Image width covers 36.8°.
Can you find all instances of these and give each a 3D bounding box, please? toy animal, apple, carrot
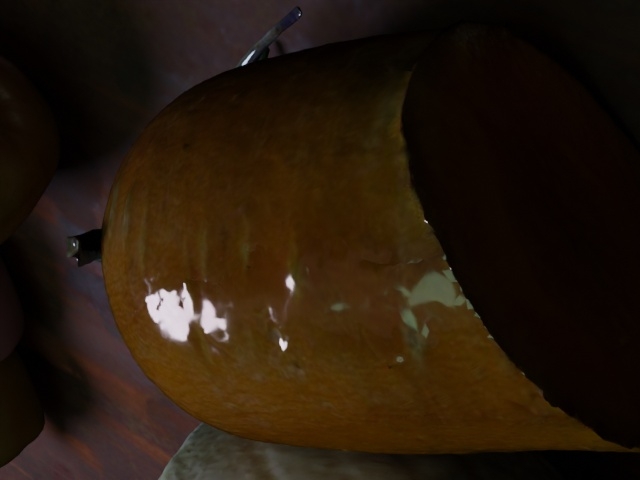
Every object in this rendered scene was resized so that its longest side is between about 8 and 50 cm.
[{"bbox_3d":[-0.337,0.104,0.840,0.169,0.195,0.281,-3,120,-6],"label":"toy animal"},{"bbox_3d":[-0.275,-0.061,0.659,0.199,0.199,0.199,20,129,27],"label":"apple"},{"bbox_3d":[0.000,0.000,0.472,0.331,0.193,0.214,-9,110,41],"label":"carrot"}]

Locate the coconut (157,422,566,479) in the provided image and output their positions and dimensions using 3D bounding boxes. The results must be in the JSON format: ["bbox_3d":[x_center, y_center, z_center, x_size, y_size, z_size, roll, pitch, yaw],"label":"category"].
[{"bbox_3d":[0.015,0.234,0.563,0.329,0.329,0.328,20,129,27],"label":"coconut"}]
